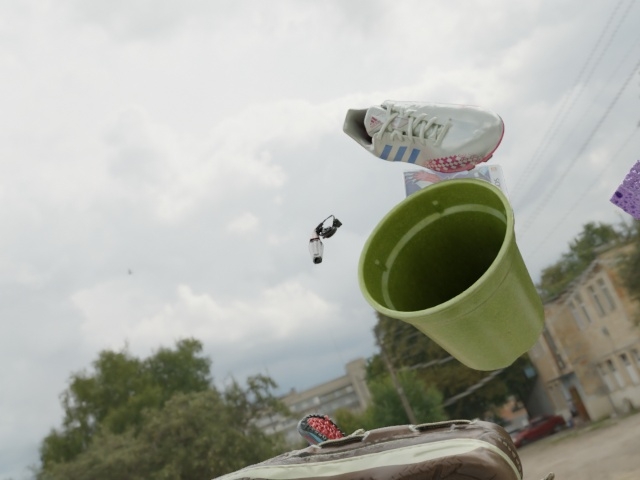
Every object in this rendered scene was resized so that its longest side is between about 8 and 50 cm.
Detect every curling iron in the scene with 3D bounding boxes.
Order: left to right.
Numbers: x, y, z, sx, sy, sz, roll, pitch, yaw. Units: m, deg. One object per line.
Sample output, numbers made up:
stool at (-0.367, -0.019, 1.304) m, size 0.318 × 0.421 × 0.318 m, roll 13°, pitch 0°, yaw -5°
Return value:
curling iron at (0.000, 0.000, 1.556) m, size 0.068 × 0.035 × 0.274 m, roll -42°, pitch 6°, yaw 13°

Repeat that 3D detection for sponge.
sponge at (0.501, -0.024, 1.088) m, size 0.117 × 0.210 × 0.031 m, roll -35°, pitch -23°, yaw -51°

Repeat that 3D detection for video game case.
video game case at (0.267, -0.086, 1.572) m, size 0.201 × 0.183 × 0.023 m, roll -3°, pitch -50°, yaw 4°

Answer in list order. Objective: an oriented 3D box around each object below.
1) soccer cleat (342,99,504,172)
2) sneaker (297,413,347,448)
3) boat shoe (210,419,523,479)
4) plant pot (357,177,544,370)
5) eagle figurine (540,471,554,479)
soccer cleat at (0.163, -0.186, 1.383) m, size 0.143 × 0.116 × 0.331 m, roll 20°, pitch -7°, yaw -33°
sneaker at (0.015, 0.497, 1.817) m, size 0.125 × 0.104 × 0.262 m, roll -37°, pitch -55°, yaw 7°
boat shoe at (0.021, 0.185, 0.580) m, size 0.257 × 0.095 × 0.095 m, roll -13°, pitch 13°, yaw 21°
plant pot at (0.245, 0.079, 1.342) m, size 0.276 × 0.276 × 0.254 m, roll -28°, pitch -51°, yaw 20°
eagle figurine at (0.249, 0.506, 1.223) m, size 0.225 × 0.226 × 0.298 m, roll -6°, pitch 4°, yaw 35°
